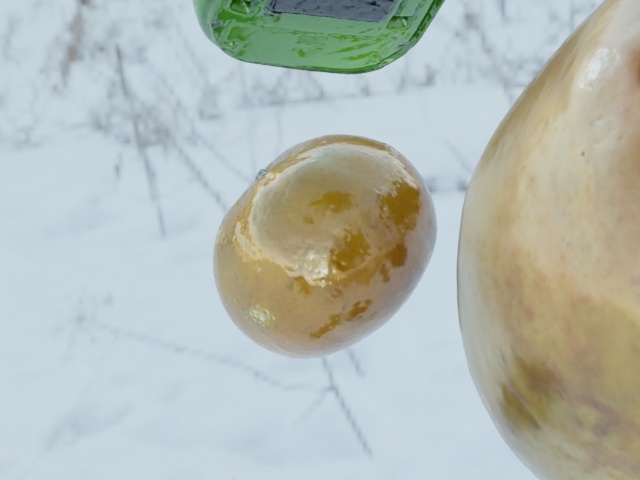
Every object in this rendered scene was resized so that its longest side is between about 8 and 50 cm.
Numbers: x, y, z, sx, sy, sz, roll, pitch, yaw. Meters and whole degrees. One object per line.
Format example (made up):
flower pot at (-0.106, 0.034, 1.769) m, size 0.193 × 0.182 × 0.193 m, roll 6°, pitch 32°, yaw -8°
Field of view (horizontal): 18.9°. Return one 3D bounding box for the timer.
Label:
timer at (0.006, -0.144, 1.040) m, size 0.140 × 0.128 × 0.047 m, roll 4°, pitch 51°, yaw -26°

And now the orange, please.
orange at (0.000, 0.000, 1.245) m, size 0.156 × 0.124 × 0.156 m, roll -42°, pitch 20°, yaw 19°

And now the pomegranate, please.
pomegranate at (0.185, -0.004, 0.781) m, size 0.252 × 0.229 × 0.270 m, roll 24°, pitch 56°, yaw -20°
